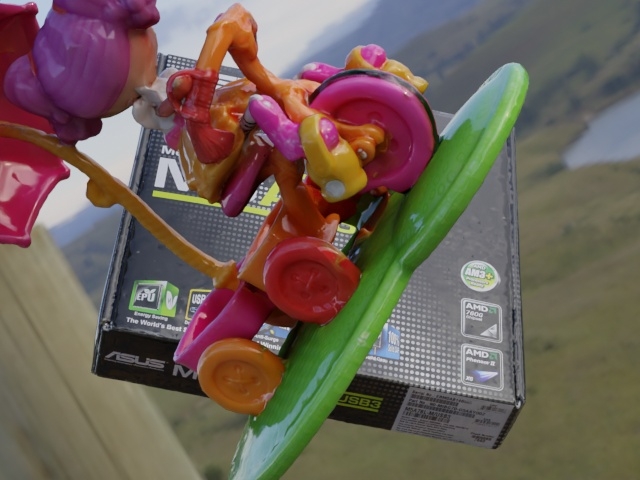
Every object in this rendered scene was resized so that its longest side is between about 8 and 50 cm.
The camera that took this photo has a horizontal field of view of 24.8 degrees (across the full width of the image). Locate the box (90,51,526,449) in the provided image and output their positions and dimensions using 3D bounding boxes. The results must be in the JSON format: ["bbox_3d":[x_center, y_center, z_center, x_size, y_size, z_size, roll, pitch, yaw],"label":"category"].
[{"bbox_3d":[0.000,0.000,0.693,0.045,0.191,0.184,108,171,-48],"label":"box"}]

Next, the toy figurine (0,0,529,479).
[{"bbox_3d":[-0.049,-0.026,0.446,0.173,0.159,0.130,-54,8,38],"label":"toy figurine"}]
